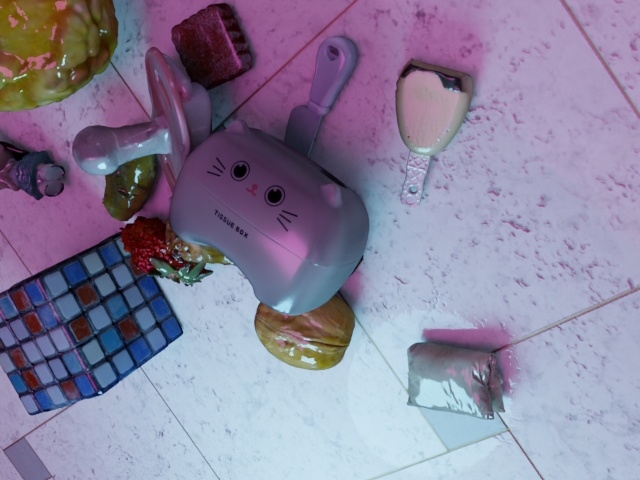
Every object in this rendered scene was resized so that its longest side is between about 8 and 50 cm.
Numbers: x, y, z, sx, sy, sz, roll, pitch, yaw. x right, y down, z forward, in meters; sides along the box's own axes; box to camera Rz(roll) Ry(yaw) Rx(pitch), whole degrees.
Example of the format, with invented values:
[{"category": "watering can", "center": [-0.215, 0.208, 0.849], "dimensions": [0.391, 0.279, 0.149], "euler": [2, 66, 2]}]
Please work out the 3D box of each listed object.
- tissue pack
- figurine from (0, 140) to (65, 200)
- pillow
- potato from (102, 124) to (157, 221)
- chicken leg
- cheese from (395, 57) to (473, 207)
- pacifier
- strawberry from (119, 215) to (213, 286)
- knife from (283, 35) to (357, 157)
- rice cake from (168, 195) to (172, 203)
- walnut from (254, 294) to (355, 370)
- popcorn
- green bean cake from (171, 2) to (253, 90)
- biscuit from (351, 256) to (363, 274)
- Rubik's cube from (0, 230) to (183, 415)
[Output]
[{"category": "tissue pack", "center": [-0.081, -0.053, 1.284], "dimensions": [0.333, 0.229, 0.236], "euler": [36, 110, 19]}, {"category": "figurine", "center": [-0.711, -0.174, 1.728], "dimensions": [0.245, 0.110, 0.138], "euler": [14, 108, 21]}, {"category": "pillow", "center": [0.245, 0.260, 1.375], "dimensions": [0.181, 0.077, 0.134], "euler": [1, 108, 33]}, {"category": "potato", "center": [-0.411, -0.140, 1.573], "dimensions": [0.117, 0.090, 0.226], "euler": [28, 121, 17]}, {"category": "chicken leg", "center": [-0.197, 0.021, 1.478], "dimensions": [0.251, 0.107, 0.087], "euler": [26, 135, -18]}, {"category": "cheese", "center": [0.173, -0.172, 1.243], "dimensions": [0.127, 0.054, 0.252], "euler": [21, 121, 21]}, {"category": "pacifier", "center": [-0.306, -0.198, 1.382], "dimensions": [0.220, 0.273, 0.332], "euler": [27, 144, 13]}, {"category": "strawberry", "center": [-0.332, 0.009, 1.583], "dimensions": [0.098, 0.174, 0.228], "euler": [-60, 39, 8]}, {"category": "knife", "center": [-0.022, -0.221, 1.341], "dimensions": [0.080, 0.044, 0.331], "euler": [39, 126, 19]}, {"category": "rice cake", "center": [-0.222, -0.075, 1.508], "dimensions": [0.206, 0.063, 0.069], "euler": [-7, 104, 31]}, {"category": "walnut", "center": [-0.032, 0.168, 1.447], "dimensions": [0.197, 0.165, 0.165], "euler": [15, 117, 25]}, {"category": "popcorn", "center": [-0.590, -0.424, 1.421], "dimensions": [0.389, 0.354, 0.345], "euler": [-6, 87, -11]}, {"category": "green bean cake", "center": [-0.200, -0.360, 1.375], "dimensions": [0.135, 0.056, 0.135], "euler": [-16, 100, 34]}, {"category": "biscuit", "center": [0.000, 0.000, 1.421], "dimensions": [0.192, 0.049, 0.192], "euler": [15, 116, 33]}, {"category": "Rubik's cube", "center": [-0.545, 0.186, 1.673], "dimensions": [0.291, 0.287, 0.293], "euler": [-20, 99, 34]}]
